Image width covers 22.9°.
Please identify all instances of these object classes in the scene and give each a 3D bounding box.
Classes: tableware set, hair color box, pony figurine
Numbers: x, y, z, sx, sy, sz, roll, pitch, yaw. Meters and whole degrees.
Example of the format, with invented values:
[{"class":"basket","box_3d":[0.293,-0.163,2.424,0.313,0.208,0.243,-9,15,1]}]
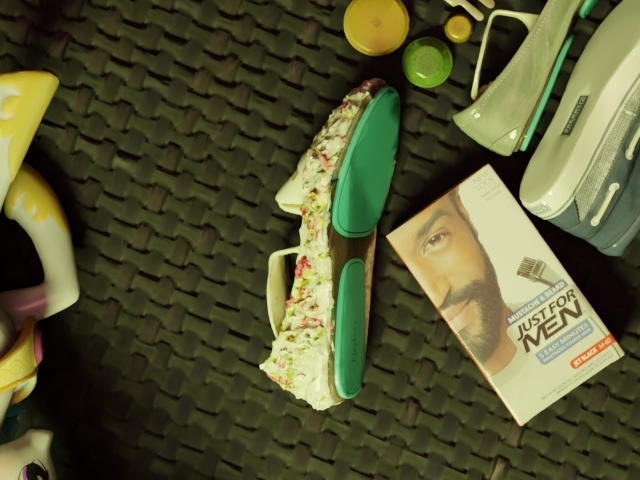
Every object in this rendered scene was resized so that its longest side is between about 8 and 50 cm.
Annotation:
[{"class":"tableware set","box_3d":[0.049,-0.188,1.147,0.154,0.024,0.104,38,98,0]},{"class":"hair color box","box_3d":[0.132,0.037,1.136,0.093,0.053,0.167,-36,89,5]},{"class":"pony figurine","box_3d":[-0.317,0.084,1.083,0.351,0.303,0.363,-6,77,-5]}]

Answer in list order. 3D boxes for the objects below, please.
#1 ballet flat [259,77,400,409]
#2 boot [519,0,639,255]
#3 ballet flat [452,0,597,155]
[{"class":"ballet flat","box_3d":[0.000,0.000,1.132,0.077,0.091,0.241,8,89,28]},{"class":"boot","box_3d":[0.220,-0.086,1.127,0.086,0.069,0.190,31,88,-23]},{"class":"ballet flat","box_3d":[0.161,-0.164,1.116,0.068,0.072,0.213,29,95,6]}]
